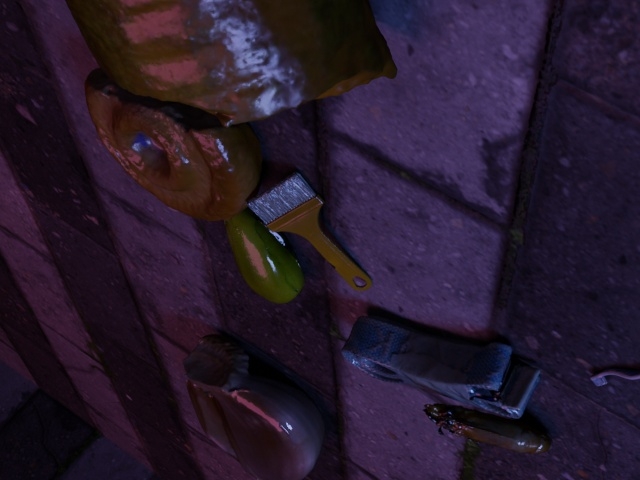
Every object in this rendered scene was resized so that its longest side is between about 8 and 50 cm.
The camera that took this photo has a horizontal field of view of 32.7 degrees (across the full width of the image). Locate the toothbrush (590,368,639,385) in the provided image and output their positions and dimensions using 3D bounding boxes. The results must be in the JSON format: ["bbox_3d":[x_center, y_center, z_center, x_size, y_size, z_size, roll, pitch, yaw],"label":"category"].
[{"bbox_3d":[0.340,0.140,1.173,0.017,0.014,0.162,56,155,0],"label":"toothbrush"}]

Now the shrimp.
[{"bbox_3d":[0.213,0.241,1.406,0.190,0.042,0.101,17,-179,-22],"label":"shrimp"}]

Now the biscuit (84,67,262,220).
[{"bbox_3d":[-0.186,-0.113,1.408,0.274,0.091,0.213,18,145,36],"label":"biscuit"}]

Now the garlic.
[{"bbox_3d":[-0.111,0.321,1.978,0.279,0.132,0.325,14,142,46],"label":"garlic"}]

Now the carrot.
[{"bbox_3d":[-0.096,-0.237,0.895,0.241,0.241,0.341,19,146,39],"label":"carrot"}]

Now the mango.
[{"bbox_3d":[-0.083,0.020,1.501,0.091,0.074,0.165,5,138,55],"label":"mango"}]

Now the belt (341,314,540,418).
[{"bbox_3d":[0.148,0.158,1.404,0.302,0.072,0.087,9,147,47],"label":"belt"}]

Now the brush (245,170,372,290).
[{"bbox_3d":[0.000,0.000,1.387,0.083,0.011,0.205,-29,122,23],"label":"brush"}]
